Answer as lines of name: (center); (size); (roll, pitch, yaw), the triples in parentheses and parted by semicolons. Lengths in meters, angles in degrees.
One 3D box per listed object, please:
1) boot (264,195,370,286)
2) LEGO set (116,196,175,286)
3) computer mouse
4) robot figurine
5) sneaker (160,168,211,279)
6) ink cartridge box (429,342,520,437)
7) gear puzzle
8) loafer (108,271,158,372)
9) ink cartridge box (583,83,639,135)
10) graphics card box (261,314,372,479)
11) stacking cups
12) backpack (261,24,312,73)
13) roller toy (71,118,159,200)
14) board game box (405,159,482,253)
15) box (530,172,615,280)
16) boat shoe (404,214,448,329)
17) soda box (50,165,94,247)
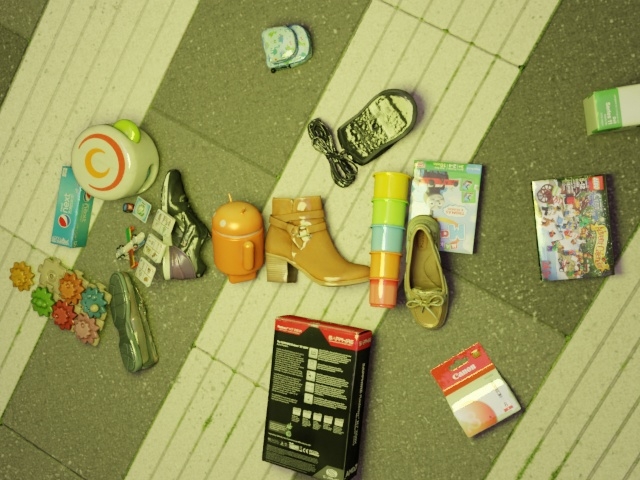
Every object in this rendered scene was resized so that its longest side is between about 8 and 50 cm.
boot: (0.000, 0.000, 1.673); (0.284, 0.109, 0.220); (3, 89, 20)
LEGO set: (-0.447, -0.008, 1.738); (0.244, 0.060, 0.182); (29, 101, 44)
computer mouse: (0.117, -0.267, 1.646); (0.272, 0.072, 0.188); (-30, 88, 25)
robot figurine: (-0.203, -0.003, 1.674); (0.128, 0.158, 0.219); (8, 122, 10)
sneaker: (-0.343, -0.041, 1.754); (0.124, 0.107, 0.283); (-1, 93, -6)
ink cartridge box: (0.368, 0.356, 1.628); (0.145, 0.045, 0.179); (-33, 88, 12)
gear puzzle: (-0.718, 0.142, 1.839); (0.339, 0.044, 0.175); (26, 106, 18)
loafer: (-0.494, 0.211, 1.806); (0.096, 0.084, 0.267); (-14, 85, 44)
ink cartridge box: (0.689, -0.288, 1.469); (0.209, 0.153, 0.086); (-8, 92, 14)
graphics card box: (-0.010, 0.380, 1.664); (0.233, 0.094, 0.370); (7, 93, 26)
stacking cups: (0.159, 0.001, 1.610); (0.096, 0.096, 0.316); (3, 86, 12)
backpack: (-0.081, -0.474, 1.667); (0.115, 0.084, 0.104); (-9, 93, 10)
roller toy: (-0.522, -0.202, 1.747); (0.210, 0.146, 0.191); (-9, 98, 21)
board game box: (0.293, -0.080, 1.625); (0.160, 0.039, 0.211); (6, 95, 12)
box: (0.575, -0.030, 1.562); (0.159, 0.044, 0.232); (-6, 91, 13)
boat shoe: (0.240, 0.086, 1.597); (0.105, 0.089, 0.285); (-6, 107, 16)
soda box: (-0.656, -0.089, 1.819); (0.067, 0.071, 0.209); (13, 95, 12)
